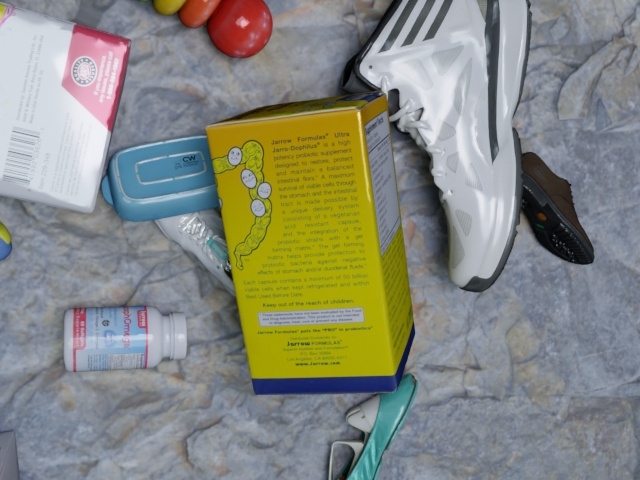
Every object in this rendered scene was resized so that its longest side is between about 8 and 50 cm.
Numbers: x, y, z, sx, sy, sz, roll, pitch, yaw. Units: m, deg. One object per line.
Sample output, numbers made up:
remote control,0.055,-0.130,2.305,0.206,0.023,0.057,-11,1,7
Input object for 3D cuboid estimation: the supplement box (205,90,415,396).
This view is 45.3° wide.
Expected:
supplement box,0.000,0.000,1.008,0.195,0.194,0.356,-4,105,16

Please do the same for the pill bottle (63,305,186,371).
pill bottle,-0.267,0.134,1.051,0.160,0.087,0.087,-1,98,-17

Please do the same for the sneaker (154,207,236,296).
sneaker,-0.150,0.003,1.062,0.080,0.094,0.212,-46,107,-4

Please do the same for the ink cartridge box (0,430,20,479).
ink cartridge box,-0.524,0.382,0.953,0.270,0.197,0.198,-5,99,-15

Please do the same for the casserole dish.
casserole dish,-0.201,-0.091,1.036,0.188,0.037,0.114,-12,67,-14

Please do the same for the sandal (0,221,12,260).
sandal,-0.539,0.050,0.951,0.317,0.126,0.138,-15,105,-5

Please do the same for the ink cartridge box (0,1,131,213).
ink cartridge box,-0.409,-0.177,0.943,0.306,0.131,0.226,14,94,-16

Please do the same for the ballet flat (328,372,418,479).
ballet flat,0.068,0.310,1.179,0.087,0.083,0.247,23,89,-4

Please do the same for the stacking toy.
stacking toy,-0.205,-0.352,0.991,0.330,0.141,0.141,32,88,-25

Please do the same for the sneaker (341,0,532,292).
sneaker,0.151,-0.151,1.117,0.257,0.169,0.447,3,92,-6

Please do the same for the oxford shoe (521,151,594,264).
oxford shoe,0.379,-0.050,1.217,0.227,0.083,0.096,48,64,-26
